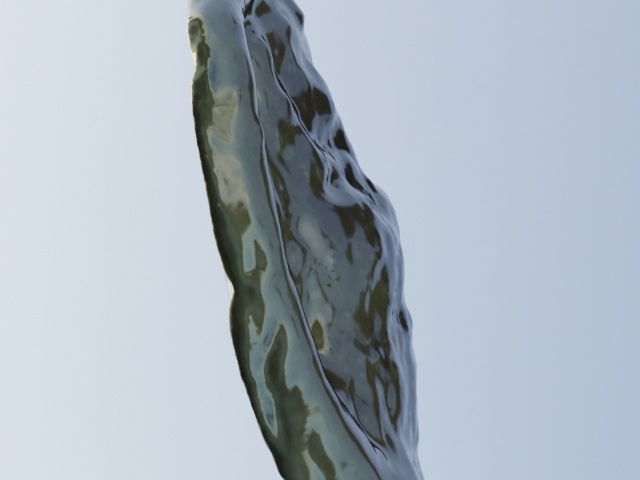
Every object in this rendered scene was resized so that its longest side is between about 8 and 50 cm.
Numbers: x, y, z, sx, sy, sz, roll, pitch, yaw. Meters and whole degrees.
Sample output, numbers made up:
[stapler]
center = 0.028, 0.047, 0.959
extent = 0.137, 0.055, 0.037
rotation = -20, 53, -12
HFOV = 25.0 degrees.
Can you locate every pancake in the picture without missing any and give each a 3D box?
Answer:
[pancake]
center = 0.000, 0.000, 0.533
extent = 0.050, 0.242, 0.242
rotation = -18, -90, 8
